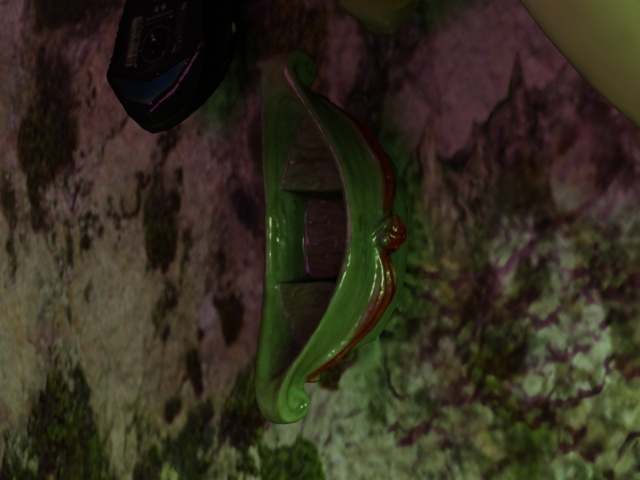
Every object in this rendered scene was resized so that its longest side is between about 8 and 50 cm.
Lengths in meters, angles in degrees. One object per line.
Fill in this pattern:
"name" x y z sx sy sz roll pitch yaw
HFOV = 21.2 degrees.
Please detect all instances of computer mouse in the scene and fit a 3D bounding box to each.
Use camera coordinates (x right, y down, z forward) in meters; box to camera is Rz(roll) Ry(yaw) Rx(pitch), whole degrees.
"computer mouse" -0.079 -0.122 0.990 0.079 0.047 0.135 -12 66 37

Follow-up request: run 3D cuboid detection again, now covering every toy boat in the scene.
"toy boat" 0.001 -0.001 0.859 0.089 0.071 0.185 -3 84 50

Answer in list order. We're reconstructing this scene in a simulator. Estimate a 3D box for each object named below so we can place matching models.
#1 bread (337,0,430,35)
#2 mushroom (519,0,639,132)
"bread" -0.028 -0.306 0.689 0.371 0.390 0.279 -32 58 43
"mushroom" 0.163 -0.115 0.510 0.336 0.314 0.314 101 154 -62
